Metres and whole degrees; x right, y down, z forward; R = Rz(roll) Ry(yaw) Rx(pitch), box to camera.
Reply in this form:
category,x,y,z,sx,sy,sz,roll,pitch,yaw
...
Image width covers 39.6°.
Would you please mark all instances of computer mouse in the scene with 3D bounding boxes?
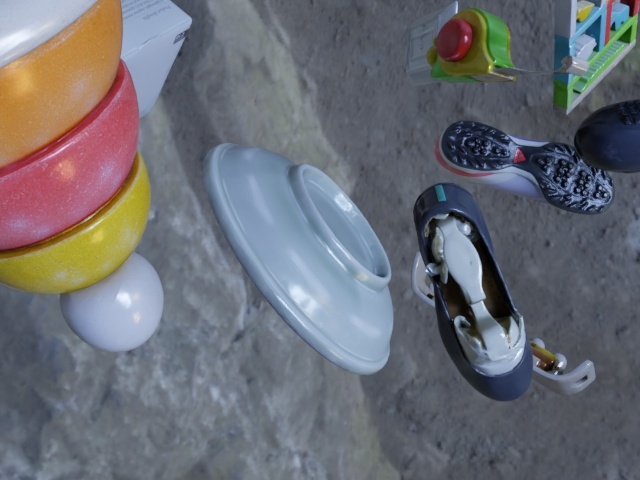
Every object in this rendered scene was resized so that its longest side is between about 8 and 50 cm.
category,x,y,z,sx,sy,sz,roll,pitch,yaw
computer mouse,0.344,-0.094,0.767,0.242,0.041,0.071,-7,127,12

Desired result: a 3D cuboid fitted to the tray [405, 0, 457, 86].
category,x,y,z,sx,sy,sz,roll,pitch,yaw
tray,0.212,-0.385,1.759,0.030,0.270,0.145,4,96,-10

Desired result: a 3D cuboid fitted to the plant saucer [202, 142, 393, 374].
category,x,y,z,sx,sy,sz,roll,pitch,yaw
plant saucer,0.000,0.000,1.281,0.100,0.400,0.400,-38,112,16

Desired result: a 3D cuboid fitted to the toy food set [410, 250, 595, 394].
category,x,y,z,sx,sy,sz,roll,pitch,yaw
toy food set,0.290,0.130,1.403,0.306,0.220,0.092,32,87,22

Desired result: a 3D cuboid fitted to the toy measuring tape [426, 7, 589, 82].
category,x,y,z,sx,sy,sz,roll,pitch,yaw
toy measuring tape,0.281,-0.308,1.383,0.330,0.121,0.121,12,141,56

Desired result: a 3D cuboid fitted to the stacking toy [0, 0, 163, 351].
category,x,y,z,sx,sy,sz,roll,pitch,yaw
stacking toy,-0.297,-0.065,0.934,0.350,0.350,0.480,-6,130,16

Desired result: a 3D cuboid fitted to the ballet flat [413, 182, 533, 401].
category,x,y,z,sx,sy,sz,roll,pitch,yaw
ballet flat,0.125,0.051,0.724,0.074,0.074,0.203,-16,103,22

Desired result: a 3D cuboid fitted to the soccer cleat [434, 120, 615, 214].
category,x,y,z,sx,sy,sz,roll,pitch,yaw
soccer cleat,0.351,-0.123,1.545,0.318,0.116,0.109,17,83,-3

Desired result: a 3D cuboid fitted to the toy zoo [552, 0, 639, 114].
category,x,y,z,sx,sy,sz,roll,pitch,yaw
toy zoo,0.412,-0.348,1.315,0.030,0.192,0.293,34,157,31

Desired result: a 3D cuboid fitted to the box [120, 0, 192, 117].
category,x,y,z,sx,sy,sz,roll,pitch,yaw
box,-0.280,-0.218,1.102,0.119,0.181,0.182,40,134,3
